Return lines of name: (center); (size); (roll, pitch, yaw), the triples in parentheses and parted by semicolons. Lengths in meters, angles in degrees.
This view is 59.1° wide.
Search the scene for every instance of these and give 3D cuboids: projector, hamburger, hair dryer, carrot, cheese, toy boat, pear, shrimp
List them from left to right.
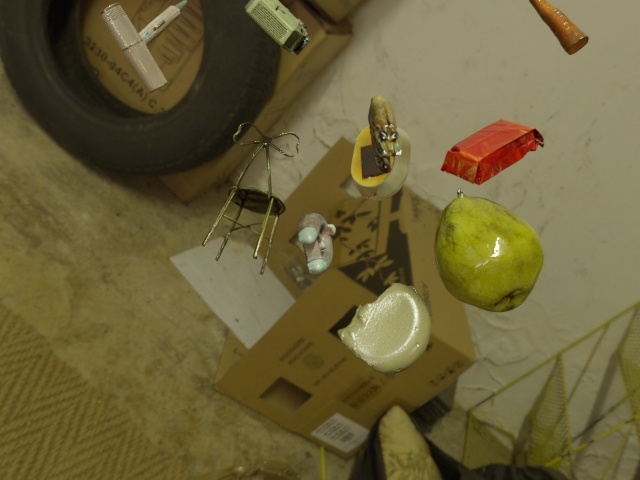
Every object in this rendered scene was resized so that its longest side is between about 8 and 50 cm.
hair dryer: (-0.370, -0.474, 1.315); (0.220, 0.054, 0.195); (-45, 116, -39)
projector: (-0.114, -0.635, 1.644); (0.193, 0.088, 0.269); (42, 17, -13)
toy boat: (0.000, 0.000, 1.532); (0.227, 0.085, 0.155); (-78, 150, -74)
shrimp: (0.135, -0.225, 1.267); (0.058, 0.173, 0.253); (-3, 42, -2)
hamburger: (0.229, -0.297, 2.113); (0.151, 0.227, 0.295); (36, 63, -50)
cheese: (0.155, 0.189, 1.234); (0.175, 0.202, 0.091); (34, -13, 20)
pear: (0.455, 0.019, 1.590); (0.287, 0.287, 0.375); (7, 59, -50)
carrot: (0.570, -0.549, 1.392); (0.057, 0.057, 0.224); (9, 46, -49)

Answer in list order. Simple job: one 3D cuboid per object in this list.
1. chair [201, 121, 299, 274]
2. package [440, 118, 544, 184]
chair: (-0.157, -0.100, 1.376); (0.160, 0.170, 0.325); (13, 71, 8)
package: (0.692, -0.365, 2.250); (0.196, 0.424, 0.123); (38, -30, 49)
